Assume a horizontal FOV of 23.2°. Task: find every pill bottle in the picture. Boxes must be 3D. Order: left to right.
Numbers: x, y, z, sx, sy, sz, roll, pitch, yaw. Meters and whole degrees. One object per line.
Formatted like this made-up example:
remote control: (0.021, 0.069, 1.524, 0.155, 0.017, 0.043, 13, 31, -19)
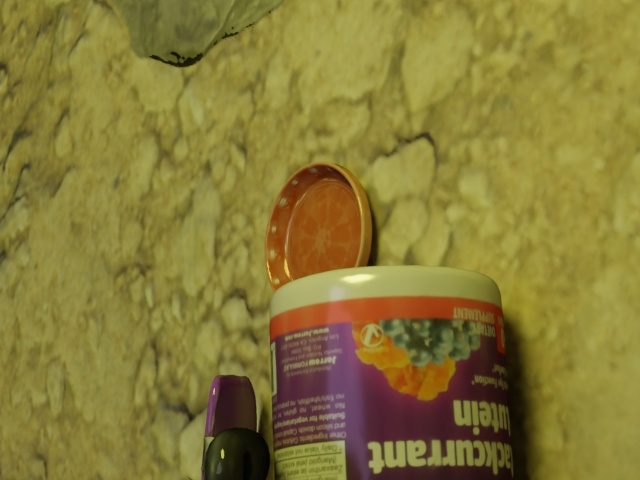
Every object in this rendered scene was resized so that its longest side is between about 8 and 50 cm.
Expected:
pill bottle: (0.034, 0.115, 0.697, 0.108, 0.108, 0.194, -17, 71, 48)

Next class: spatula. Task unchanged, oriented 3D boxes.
spatula: (-0.040, 0.100, 0.719, 0.296, 0.030, 0.084, 121, 153, -82)

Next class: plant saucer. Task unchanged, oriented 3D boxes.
plant saucer: (0.000, 0.000, 0.833, 0.083, 0.013, 0.084, -13, 73, 49)
